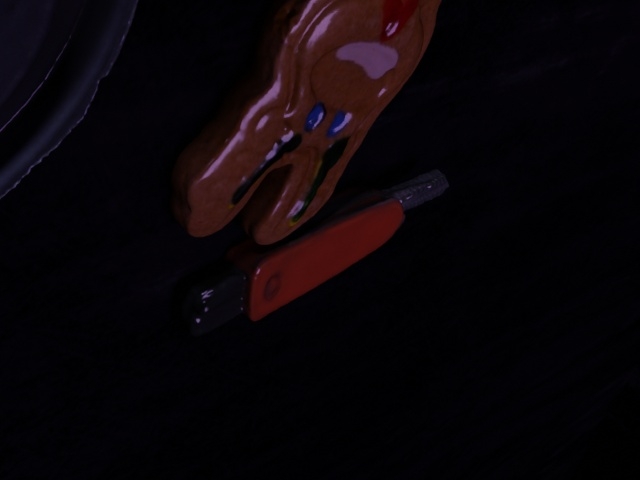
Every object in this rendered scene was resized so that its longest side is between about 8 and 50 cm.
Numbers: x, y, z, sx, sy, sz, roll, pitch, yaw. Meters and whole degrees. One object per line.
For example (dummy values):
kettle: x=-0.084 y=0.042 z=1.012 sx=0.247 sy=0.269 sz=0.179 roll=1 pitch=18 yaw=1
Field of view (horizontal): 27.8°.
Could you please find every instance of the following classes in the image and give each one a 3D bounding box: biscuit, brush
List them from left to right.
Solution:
brush: x=0.000 y=0.000 z=1.178 sx=0.323 sy=0.051 sz=0.070 roll=-26 pitch=138 yaw=-36
biscuit: x=0.012 y=-0.135 z=1.020 sx=0.333 sy=0.047 sz=0.202 roll=-57 pitch=154 yaw=10

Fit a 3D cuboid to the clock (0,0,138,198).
clock: x=-0.229 y=-0.115 z=0.597 sx=0.325 sy=0.067 sz=0.325 roll=-32 pitch=148 yaw=-23
